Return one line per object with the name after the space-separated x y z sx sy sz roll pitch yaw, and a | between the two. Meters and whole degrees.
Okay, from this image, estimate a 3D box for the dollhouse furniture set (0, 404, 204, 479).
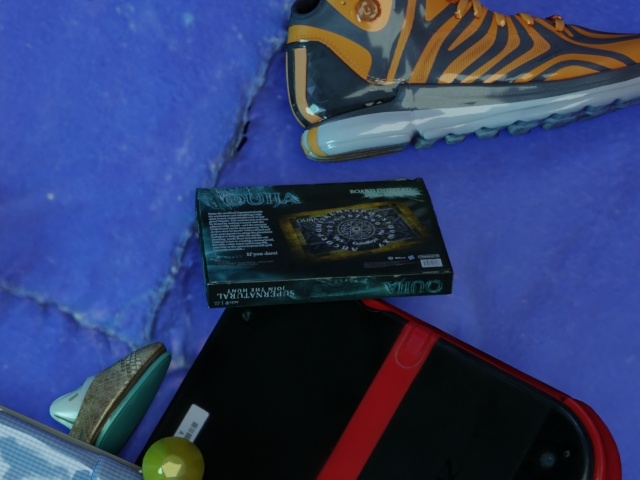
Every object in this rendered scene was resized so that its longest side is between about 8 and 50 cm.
-0.257 0.225 1.286 0.286 0.198 0.303 26 83 -1 | dollhouse furniture set

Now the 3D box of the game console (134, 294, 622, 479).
0.002 0.235 1.386 0.342 0.060 0.386 26 81 29 | game console

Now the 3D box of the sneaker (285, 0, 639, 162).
0.129 -0.173 1.474 0.321 0.124 0.180 -9 87 -8 | sneaker

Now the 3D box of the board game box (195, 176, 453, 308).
0.000 0.000 1.450 0.186 0.126 0.026 -2 127 -7 | board game box

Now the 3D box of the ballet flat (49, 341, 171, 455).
-0.188 0.159 1.434 0.067 0.073 0.206 25 78 16 | ballet flat
